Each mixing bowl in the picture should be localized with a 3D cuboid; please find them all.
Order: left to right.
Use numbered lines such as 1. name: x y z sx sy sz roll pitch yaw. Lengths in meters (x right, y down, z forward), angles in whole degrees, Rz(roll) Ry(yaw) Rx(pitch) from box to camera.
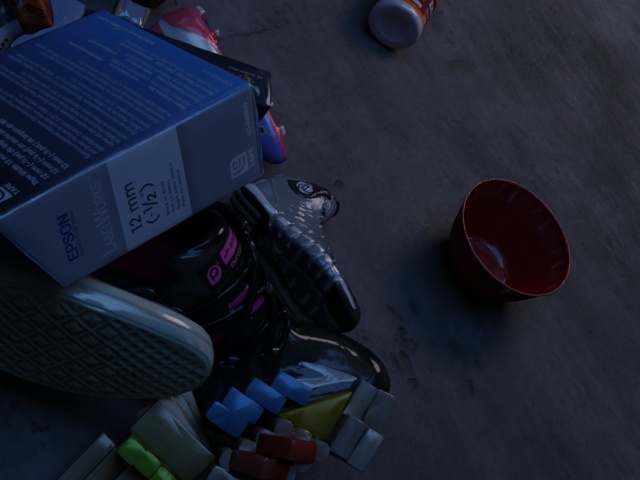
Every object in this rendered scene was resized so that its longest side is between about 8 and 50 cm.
1. mixing bowl: 0.245 0.017 1.576 0.181 0.098 0.181 16 54 -23

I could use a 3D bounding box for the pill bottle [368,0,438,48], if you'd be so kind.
1. pill bottle: 0.136 -0.371 1.757 0.086 0.086 0.152 35 49 -9

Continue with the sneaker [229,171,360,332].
1. sneaker: 0.000 0.000 1.439 0.229 0.086 0.132 52 46 6

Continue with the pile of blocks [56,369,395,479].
1. pile of blocks: -0.094 0.204 1.130 0.362 0.112 0.149 -21 88 -12

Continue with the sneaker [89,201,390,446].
1. sneaker: -0.124 0.076 1.229 0.482 0.202 0.185 29 51 -14

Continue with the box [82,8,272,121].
1. box: -0.199 -0.161 1.342 0.232 0.183 0.059 17 55 -25

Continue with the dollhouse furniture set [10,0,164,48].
1. dollhouse furniture set: -0.299 -0.325 1.355 0.286 0.198 0.303 31 55 -23

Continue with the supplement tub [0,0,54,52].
1. supplement tub: -0.453 -0.248 1.130 0.337 0.207 0.207 -15 68 -5

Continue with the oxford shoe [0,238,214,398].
1. oxford shoe: -0.316 0.041 1.112 0.449 0.169 0.130 15 44 -1

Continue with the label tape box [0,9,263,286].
1. label tape box: -0.264 -0.075 1.057 0.347 0.115 0.249 -33 46 -29

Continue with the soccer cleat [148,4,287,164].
1. soccer cleat: -0.136 -0.192 1.486 0.095 0.083 0.248 -34 88 -12
